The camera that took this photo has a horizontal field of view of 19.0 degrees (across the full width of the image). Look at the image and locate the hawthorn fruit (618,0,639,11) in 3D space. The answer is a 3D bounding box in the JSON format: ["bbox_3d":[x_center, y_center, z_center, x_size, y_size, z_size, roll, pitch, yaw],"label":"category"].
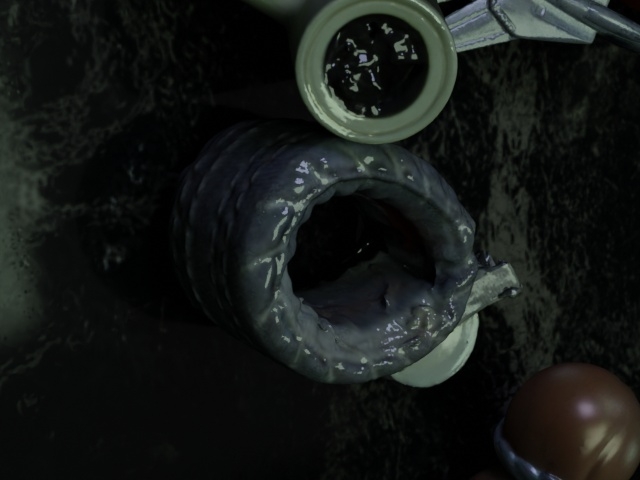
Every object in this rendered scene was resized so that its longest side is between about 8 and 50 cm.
[{"bbox_3d":[0.328,-0.284,1.747,0.173,0.173,0.173,-6,102,-31],"label":"hawthorn fruit"}]

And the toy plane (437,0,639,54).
[{"bbox_3d":[0.203,-0.217,1.710,0.267,0.088,0.212,23,87,-23],"label":"toy plane"}]

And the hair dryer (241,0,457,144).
[{"bbox_3d":[-0.063,-0.221,1.513,0.362,0.203,0.128,29,107,-14],"label":"hair dryer"}]

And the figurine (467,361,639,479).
[{"bbox_3d":[0.146,0.308,1.701,0.388,0.248,0.277,-31,89,-27],"label":"figurine"}]

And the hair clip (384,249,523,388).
[{"bbox_3d":[0.103,0.072,1.734,0.172,0.049,0.116,-36,111,-19],"label":"hair clip"}]

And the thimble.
[{"bbox_3d":[0.000,0.000,1.583,0.236,0.172,0.205,-5,107,-31],"label":"thimble"}]
